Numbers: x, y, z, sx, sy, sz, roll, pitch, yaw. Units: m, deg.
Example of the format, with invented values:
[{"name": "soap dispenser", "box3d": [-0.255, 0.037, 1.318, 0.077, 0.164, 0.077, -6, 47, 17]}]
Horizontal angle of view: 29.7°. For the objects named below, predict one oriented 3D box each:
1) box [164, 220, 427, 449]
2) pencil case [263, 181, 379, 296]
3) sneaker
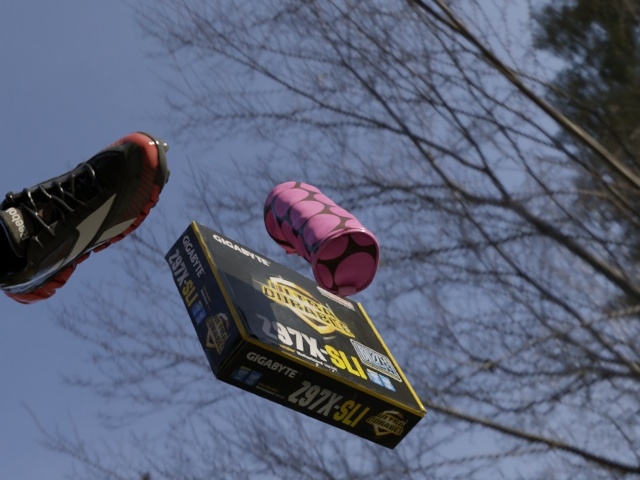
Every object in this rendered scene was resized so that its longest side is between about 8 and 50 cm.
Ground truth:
[{"name": "box", "box3d": [-0.034, 0.127, 1.608, 0.322, 0.257, 0.079, 28, -69, -35]}, {"name": "pencil case", "box3d": [0.000, 0.000, 1.461, 0.095, 0.209, 0.098, 5, -74, -20]}, {"name": "sneaker", "box3d": [-0.294, -0.029, 1.395, 0.276, 0.097, 0.135, -39, -20, 13]}]
